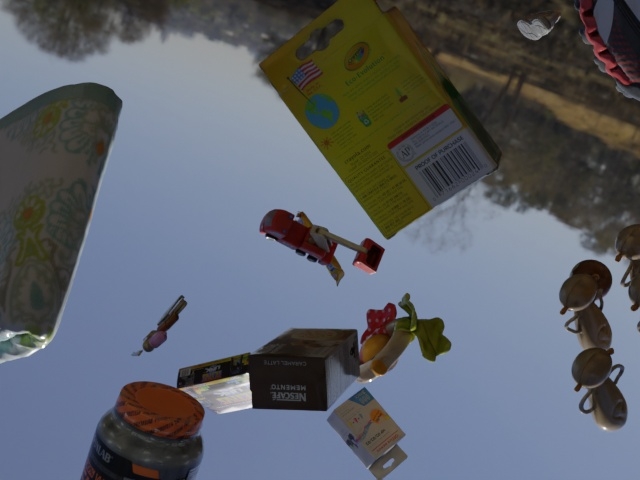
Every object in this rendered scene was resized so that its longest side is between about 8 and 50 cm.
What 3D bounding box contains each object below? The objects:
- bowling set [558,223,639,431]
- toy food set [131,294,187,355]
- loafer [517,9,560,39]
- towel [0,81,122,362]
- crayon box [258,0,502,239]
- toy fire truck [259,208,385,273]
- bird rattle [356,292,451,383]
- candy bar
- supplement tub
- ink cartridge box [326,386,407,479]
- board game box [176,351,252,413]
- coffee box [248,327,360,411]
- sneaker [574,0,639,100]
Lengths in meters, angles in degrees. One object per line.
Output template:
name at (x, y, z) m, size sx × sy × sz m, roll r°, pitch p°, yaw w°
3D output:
bowling set at (0.347, 0.061, 1.142) m, size 0.200 × 0.287 × 0.154 m, roll 33°, pitch 161°, yaw 48°
toy food set at (-0.239, 0.134, 1.488) m, size 0.019 × 0.122 × 0.078 m, roll 43°, pitch 161°, yaw -12°
loafer at (0.384, -0.379, 1.694) m, size 0.045 × 0.039 × 0.125 m, roll 52°, pitch 179°, yaw -11°
towel at (-0.393, 0.005, 1.152) m, size 0.374 × 0.320 × 0.090 m, roll -19°, pitch 143°, yaw 38°
crayon box at (0.087, -0.187, 1.392) m, size 0.318 × 0.202 × 0.081 m, roll 54°, pitch -156°, yaw -7°
toy fire truck at (0.000, 0.000, 1.670) m, size 0.192 × 0.047 × 0.135 m, roll 28°, pitch 162°, yaw -17°
bird rattle at (0.130, 0.203, 1.978) m, size 0.143 × 0.207 × 0.253 m, roll 51°, pitch 153°, yaw -14°
candy bar at (-0.002, 0.012, 1.780) m, size 0.018 × 0.040 × 0.161 m, roll -19°, pitch -119°, yaw -31°
supplement tub at (-0.320, 0.420, 1.696) m, size 0.194 × 0.316 × 0.193 m, roll 18°, pitch -168°, yaw -4°
ink cartridge box at (0.114, 0.433, 2.171) m, size 0.104 × 0.061 × 0.181 m, roll -32°, pitch -107°, yaw -33°
board game box at (-0.174, 0.285, 1.913) m, size 0.170 × 0.048 × 0.141 m, roll -16°, pitch 141°, yaw 26°
coffee box at (-0.025, 0.228, 1.757) m, size 0.141 × 0.098 × 0.246 m, roll -1°, pitch -174°, yaw 16°
sneaker at (0.285, -0.247, 0.844) m, size 0.098 × 0.276 × 0.135 m, roll -29°, pitch -164°, yaw -26°
